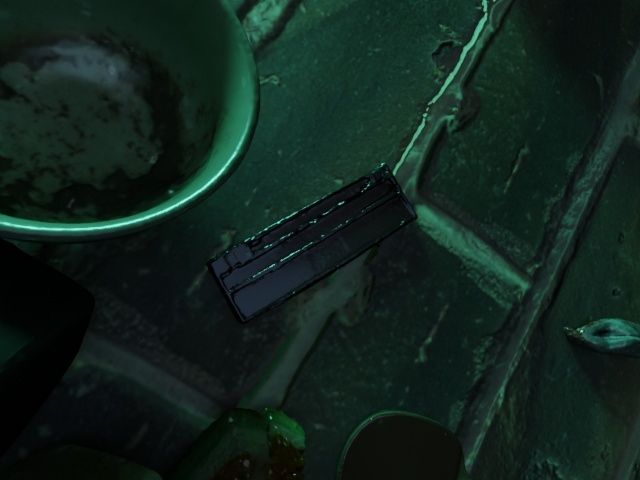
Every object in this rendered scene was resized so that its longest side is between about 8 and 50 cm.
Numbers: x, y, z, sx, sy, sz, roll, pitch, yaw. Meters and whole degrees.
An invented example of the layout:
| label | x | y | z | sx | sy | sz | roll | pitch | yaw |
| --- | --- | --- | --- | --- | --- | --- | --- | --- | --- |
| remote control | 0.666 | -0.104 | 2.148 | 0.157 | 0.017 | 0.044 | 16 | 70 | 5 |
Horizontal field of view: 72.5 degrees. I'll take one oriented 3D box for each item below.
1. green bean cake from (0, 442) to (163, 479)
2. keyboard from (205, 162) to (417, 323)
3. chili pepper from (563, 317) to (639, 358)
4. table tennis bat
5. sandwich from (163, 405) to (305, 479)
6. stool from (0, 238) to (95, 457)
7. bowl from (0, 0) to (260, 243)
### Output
| label | x | y | z | sx | sy | sz | roll | pitch | yaw |
| --- | --- | --- | --- | --- | --- | --- | --- | --- | --- |
| green bean cake | -0.186 | 0.231 | 0.331 | 0.085 | 0.179 | 0.109 | -19 | 97 | -52 |
| keyboard | 0.000 | 0.000 | 0.500 | 0.250 | 0.017 | 0.087 | -31 | 92 | -19 |
| chili pepper | 0.410 | 0.134 | 0.603 | 0.153 | 0.041 | 0.050 | 12 | 38 | -16 |
| table tennis bat | 0.133 | 0.286 | 0.511 | 0.246 | 0.022 | 0.138 | 23 | 78 | -12 |
| sandwich | -0.074 | 0.255 | 0.378 | 0.109 | 0.160 | 0.185 | 34 | 82 | -31 |
| stool | -0.282 | 0.102 | 0.299 | 0.141 | 0.232 | 0.232 | 34 | 75 | -9 |
| bowl | -0.210 | -0.119 | 0.368 | 0.289 | 0.146 | 0.289 | 8 | 72 | -25 |
